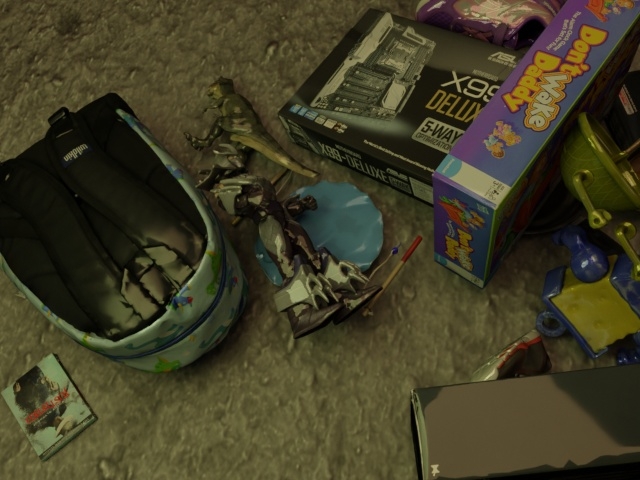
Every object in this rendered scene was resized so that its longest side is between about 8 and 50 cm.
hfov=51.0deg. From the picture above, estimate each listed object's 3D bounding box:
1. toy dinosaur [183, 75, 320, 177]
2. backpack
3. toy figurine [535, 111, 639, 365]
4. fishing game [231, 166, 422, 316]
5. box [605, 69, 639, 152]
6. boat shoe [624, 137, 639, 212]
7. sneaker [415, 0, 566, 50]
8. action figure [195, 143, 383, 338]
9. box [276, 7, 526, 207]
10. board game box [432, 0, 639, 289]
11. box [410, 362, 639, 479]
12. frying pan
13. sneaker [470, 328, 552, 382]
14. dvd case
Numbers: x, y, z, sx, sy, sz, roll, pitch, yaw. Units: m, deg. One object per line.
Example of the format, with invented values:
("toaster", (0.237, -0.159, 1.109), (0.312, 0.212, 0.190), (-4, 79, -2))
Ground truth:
("toy dinosaur", (-0.128, -0.155, 1.021), (0.118, 0.064, 0.268), (-39, 64, -6))
("backpack", (-0.256, 0.009, 0.884), (0.290, 0.273, 0.355), (-44, 46, -15))
("toy figurine", (0.319, 0.062, 0.772), (0.362, 0.217, 0.191), (46, 46, -10))
("fishing game", (0.000, 0.000, 0.952), (0.264, 0.041, 0.189), (29, 72, 27))
("box", (0.514, -0.148, 0.942), (0.175, 0.051, 0.220), (-12, 65, 2))
("boat shoe", (0.484, -0.137, 0.812), (0.285, 0.089, 0.104), (-42, 53, 24))
("sneaker", (0.267, -0.341, 1.046), (0.237, 0.095, 0.104), (-1, 73, 6))
("action figure", (-0.052, -0.018, 0.864), (0.099, 0.185, 0.285), (-44, 73, 25))
("box", (0.130, -0.197, 0.973), (0.307, 0.076, 0.242), (30, 72, 31))
("board game box", (0.266, -0.132, 0.818), (0.078, 0.233, 0.347), (33, 76, 22))
("box", (0.235, 0.216, 0.740), (0.261, 0.184, 0.103), (-7, 65, 4))
("frying pan", (0.340, -0.066, 0.928), (0.326, 0.053, 0.197), (28, 73, 17))
("sneaker", (0.239, 0.155, 0.801), (0.158, 0.061, 0.065), (-17, 69, -48))
("dvd case", (-0.369, 0.224, 0.911), (0.087, 0.013, 0.119), (-38, 67, -10))
